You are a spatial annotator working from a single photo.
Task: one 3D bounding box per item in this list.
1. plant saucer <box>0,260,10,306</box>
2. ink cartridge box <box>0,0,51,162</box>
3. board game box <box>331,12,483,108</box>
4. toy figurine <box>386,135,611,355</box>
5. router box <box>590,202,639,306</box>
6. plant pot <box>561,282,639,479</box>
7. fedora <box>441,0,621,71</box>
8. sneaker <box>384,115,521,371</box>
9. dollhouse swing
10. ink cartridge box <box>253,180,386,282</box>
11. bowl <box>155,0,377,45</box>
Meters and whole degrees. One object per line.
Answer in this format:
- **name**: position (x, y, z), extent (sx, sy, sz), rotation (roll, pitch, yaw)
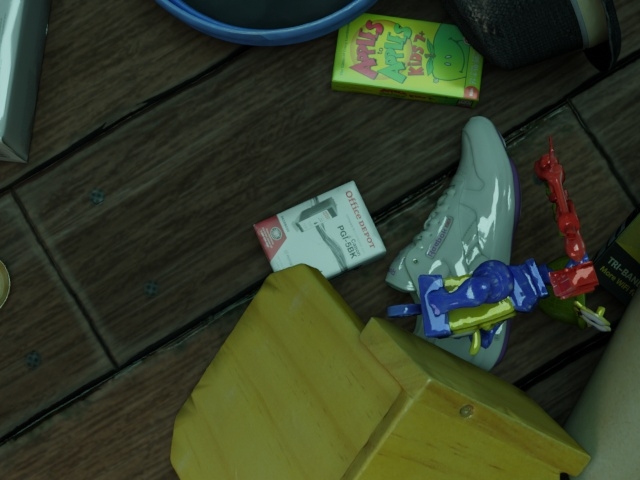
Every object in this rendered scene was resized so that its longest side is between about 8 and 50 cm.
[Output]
- **plant saucer**: position (-0.418, 0.055, 1.557), extent (0.083, 0.015, 0.084), rotation (0, 82, 0)
- **ink cartridge box**: position (-0.478, -0.269, 1.544), extent (0.271, 0.130, 0.310), rotation (7, 82, 2)
- **board game box**: position (0.109, -0.224, 1.581), extent (0.181, 0.043, 0.092), rotation (8, 83, 1)
- **toy figurine**: position (0.173, 0.031, 1.354), extent (0.217, 0.362, 0.191), rotation (-17, 84, 9)
- **router box**: position (0.506, 0.039, 1.477), extent (0.309, 0.081, 0.243), rotation (39, 112, 5)
- **plant pot**: position (0.420, 0.169, 1.349), extent (0.333, 0.334, 0.305), rotation (30, 124, 4)
- **fedora**: position (0.210, -0.318, 1.472), extent (0.152, 0.334, 0.334), rotation (-29, 83, 4)
- **sneaker**: position (0.157, -0.001, 1.515), extent (0.152, 0.114, 0.305), rotation (5, 82, 0)
- **dollhouse swing**: position (0.044, 0.249, 1.440), extent (0.315, 0.305, 0.347), rotation (27, 103, -24)
- **ink cartridge box**: position (0.000, 0.000, 1.544), extent (0.135, 0.056, 0.099), rotation (-25, 82, -3)
- **bowl**: position (-0.062, -0.420, 1.571), extent (0.391, 0.077, 0.391), rotation (-1, 76, 4)
